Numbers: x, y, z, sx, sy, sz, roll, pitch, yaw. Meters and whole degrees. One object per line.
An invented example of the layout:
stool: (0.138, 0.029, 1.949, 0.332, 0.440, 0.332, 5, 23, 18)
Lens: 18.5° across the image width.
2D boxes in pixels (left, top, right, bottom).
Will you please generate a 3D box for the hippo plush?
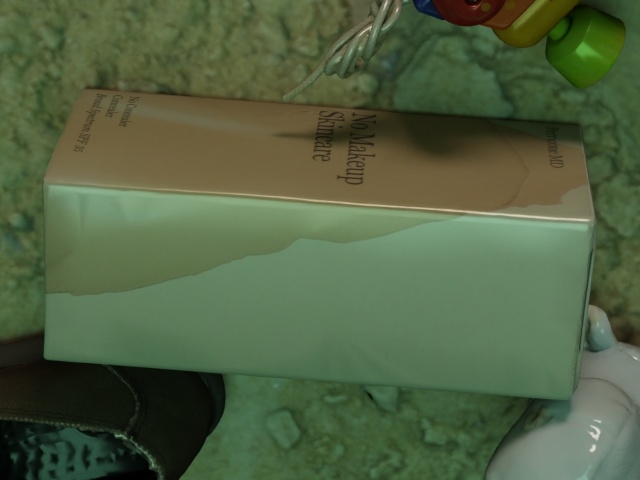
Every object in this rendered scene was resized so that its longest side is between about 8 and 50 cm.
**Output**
hippo plush: (0.234, 0.123, 1.177, 0.236, 0.294, 0.234, 29, 127, 17)

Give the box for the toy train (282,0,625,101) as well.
toy train: (0.111, -0.133, 1.120, 0.143, 0.105, 0.248, 33, 115, -27)

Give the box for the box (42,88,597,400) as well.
box: (0.000, 0.000, 1.163, 0.311, 0.148, 0.121, 4, 117, 0)

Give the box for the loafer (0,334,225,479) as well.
loafer: (-0.244, 0.146, 1.260, 0.366, 0.130, 0.134, -19, 114, 13)
